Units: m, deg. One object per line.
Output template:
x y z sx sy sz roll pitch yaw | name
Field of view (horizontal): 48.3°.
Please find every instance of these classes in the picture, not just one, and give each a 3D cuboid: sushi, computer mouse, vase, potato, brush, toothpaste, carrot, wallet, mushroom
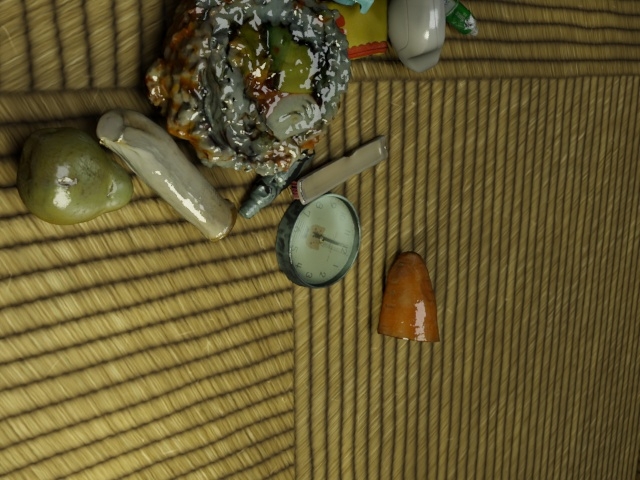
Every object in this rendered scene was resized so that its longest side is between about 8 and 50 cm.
-0.115 -0.315 1.327 0.417 0.175 0.418 -11 108 -38 | sushi
0.207 -0.473 1.580 0.121 0.297 0.184 -7 95 2 | computer mouse
-0.094 -0.124 1.481 0.211 0.060 0.060 -51 129 -20 | vase
-0.392 -0.100 1.154 0.194 0.157 0.157 14 91 -50 | potato
0.047 -0.165 1.615 0.321 0.050 0.060 -32 118 -42 | brush
0.314 -0.571 1.754 0.248 0.047 0.078 24 85 -41 | toothpaste
0.224 0.140 1.800 0.159 0.159 0.225 4 87 -43 | carrot
0.056 -0.453 1.531 0.241 0.067 0.141 -23 117 -37 | wallet
-0.267 -0.117 1.279 0.095 0.123 0.351 -36 137 8 | mushroom

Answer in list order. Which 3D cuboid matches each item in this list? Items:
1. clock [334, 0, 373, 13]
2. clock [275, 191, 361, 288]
0.040 -0.532 1.465 0.147 0.045 0.108 16 50 -19 | clock
0.000 0.000 1.608 0.226 0.049 0.226 -12 108 -39 | clock
